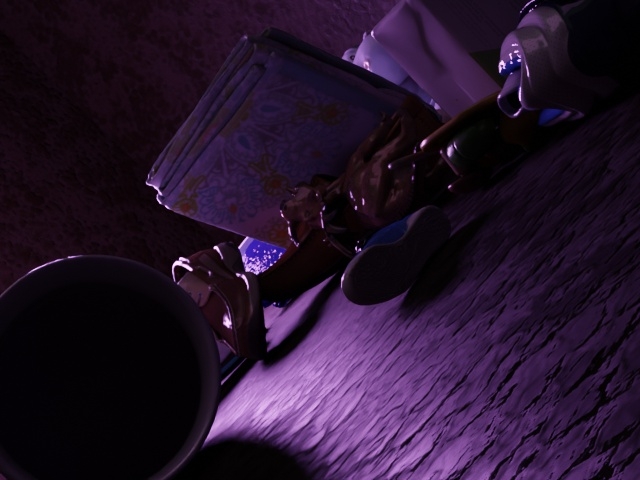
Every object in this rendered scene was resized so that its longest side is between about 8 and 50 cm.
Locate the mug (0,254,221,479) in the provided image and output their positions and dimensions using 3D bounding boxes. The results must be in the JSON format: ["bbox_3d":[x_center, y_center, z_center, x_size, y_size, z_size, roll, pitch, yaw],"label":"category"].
[{"bbox_3d":[-0.282,0.233,1.389,0.328,0.276,0.374,128,155,-71],"label":"mug"}]

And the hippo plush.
[{"bbox_3d":[0.160,-0.273,1.984,0.234,0.236,0.294,-46,4,-15],"label":"hippo plush"}]

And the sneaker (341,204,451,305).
[{"bbox_3d":[0.058,0.024,1.143,0.152,0.058,0.084,-43,7,-38],"label":"sneaker"}]

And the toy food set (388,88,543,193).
[{"bbox_3d":[0.179,-0.100,1.230,0.128,0.071,0.218,-20,-7,-28],"label":"toy food set"}]

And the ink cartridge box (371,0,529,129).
[{"bbox_3d":[0.254,-0.298,1.396,0.353,0.207,0.119,-46,5,-27],"label":"ink cartridge box"}]

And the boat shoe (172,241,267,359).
[{"bbox_3d":[-0.151,0.096,1.696,0.116,0.123,0.324,-9,17,-12],"label":"boat shoe"}]

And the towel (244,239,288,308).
[{"bbox_3d":[-0.013,-0.031,2.079,0.308,0.076,0.227,-47,20,15],"label":"towel"}]

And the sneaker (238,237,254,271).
[{"bbox_3d":[-0.071,-0.005,2.478,0.350,0.131,0.148,-45,-1,4],"label":"sneaker"}]

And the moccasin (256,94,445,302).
[{"bbox_3d":[0.030,-0.057,1.733,0.380,0.147,0.139,-44,3,17],"label":"moccasin"}]

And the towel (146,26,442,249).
[{"bbox_3d":[-0.037,-0.137,1.791,0.320,0.374,0.090,-50,40,26],"label":"towel"}]

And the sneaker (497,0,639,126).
[{"bbox_3d":[0.254,-0.220,1.104,0.236,0.130,0.323,-39,11,20],"label":"sneaker"}]

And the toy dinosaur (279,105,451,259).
[{"bbox_3d":[0.075,-0.057,1.524,0.200,0.127,0.296,-53,17,-9],"label":"toy dinosaur"}]

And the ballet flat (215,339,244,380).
[{"bbox_3d":[-0.263,0.245,1.769,0.400,0.139,0.139,-47,4,-25],"label":"ballet flat"}]
